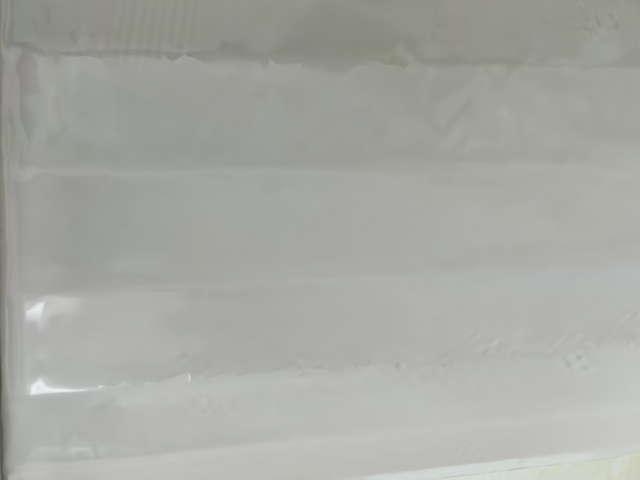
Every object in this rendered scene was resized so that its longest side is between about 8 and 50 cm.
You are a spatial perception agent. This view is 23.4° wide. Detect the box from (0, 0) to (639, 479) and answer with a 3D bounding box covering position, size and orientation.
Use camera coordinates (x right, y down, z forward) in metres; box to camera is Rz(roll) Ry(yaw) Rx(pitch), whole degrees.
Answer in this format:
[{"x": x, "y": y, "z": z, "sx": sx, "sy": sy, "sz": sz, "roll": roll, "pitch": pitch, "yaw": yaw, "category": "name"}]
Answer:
[{"x": 0.000, "y": 0.000, "z": 0.451, "sx": 0.206, "sy": 0.262, "sz": 0.291, "roll": -2, "pitch": -73, "yaw": -9, "category": "box"}]
